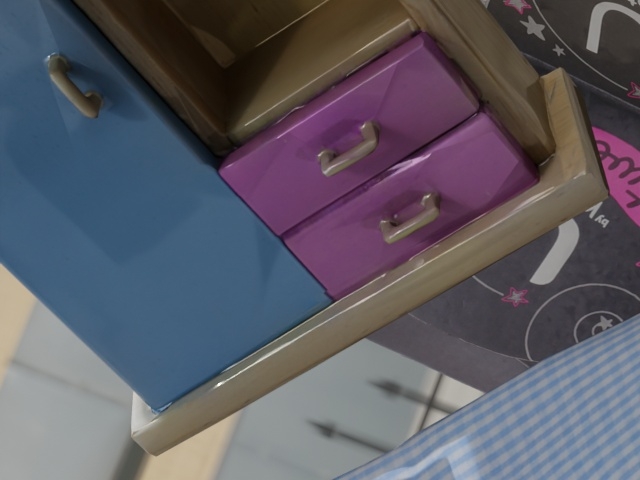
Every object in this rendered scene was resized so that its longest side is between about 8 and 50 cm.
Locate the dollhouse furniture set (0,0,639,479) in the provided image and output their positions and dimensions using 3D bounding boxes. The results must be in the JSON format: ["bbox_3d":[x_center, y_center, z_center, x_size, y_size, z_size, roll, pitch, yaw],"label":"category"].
[{"bbox_3d":[0.000,0.000,0.320,0.286,0.198,0.303,-31,33,19],"label":"dollhouse furniture set"}]

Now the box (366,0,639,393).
[{"bbox_3d":[0.047,-0.057,0.784,0.142,0.247,0.163,-76,13,-51],"label":"box"}]
